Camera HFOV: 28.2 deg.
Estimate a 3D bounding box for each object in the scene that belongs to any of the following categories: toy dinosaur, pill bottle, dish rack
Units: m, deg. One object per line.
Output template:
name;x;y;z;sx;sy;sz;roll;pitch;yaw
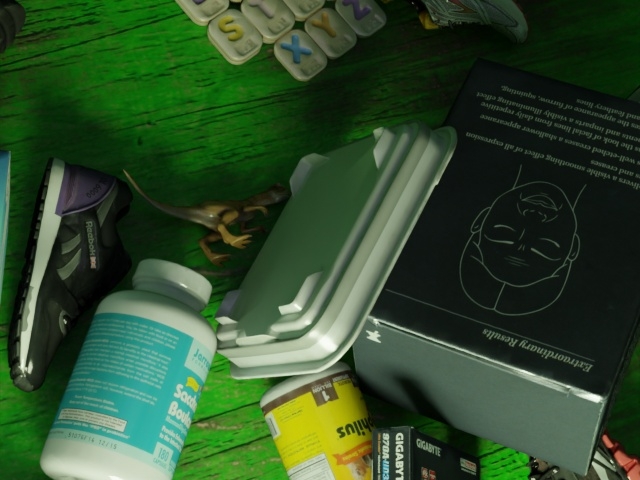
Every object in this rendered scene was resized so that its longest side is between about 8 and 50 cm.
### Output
toy dinosaur;-0.137;-0.029;1.578;0.212;0.064;0.112;-3;54;-25
pill bottle;0.019;0.258;1.478;0.117;0.117;0.215;-19;77;-20
dish rack;0.000;0.000;1.469;0.072;0.286;0.332;37;66;-22
pill bottle;-0.206;0.157;1.439;0.146;0.146;0.264;20;68;-7

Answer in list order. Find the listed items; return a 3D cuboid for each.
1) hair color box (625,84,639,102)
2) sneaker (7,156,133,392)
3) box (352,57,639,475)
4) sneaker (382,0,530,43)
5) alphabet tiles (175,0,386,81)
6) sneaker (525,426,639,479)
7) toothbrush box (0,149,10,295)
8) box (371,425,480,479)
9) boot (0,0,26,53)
hair color box;0.468;-0.132;1.610;0.110;0.339;0.185;-42;85;-22
sneaker;-0.284;0.043;1.485;0.124;0.107;0.283;14;68;-16
box;0.249;0.024;1.506;0.294;0.212;0.395;19;61;17
sneaker;0.182;-0.322;1.752;0.225;0.088;0.092;24;89;-7
alphabet tiles;-0.053;-0.359;1.726;0.284;0.021;0.278;-38;84;-22
sneaker;0.295;0.254;1.562;0.135;0.097;0.276;-36;85;-25
toothbrush box;-0.413;0.068;1.378;0.126;0.216;0.295;7;69;-12
box;0.123;0.317;1.444;0.051;0.220;0.175;-8;68;26
boot;-0.551;-0.242;1.495;0.260;0.131;0.348;40;69;3
